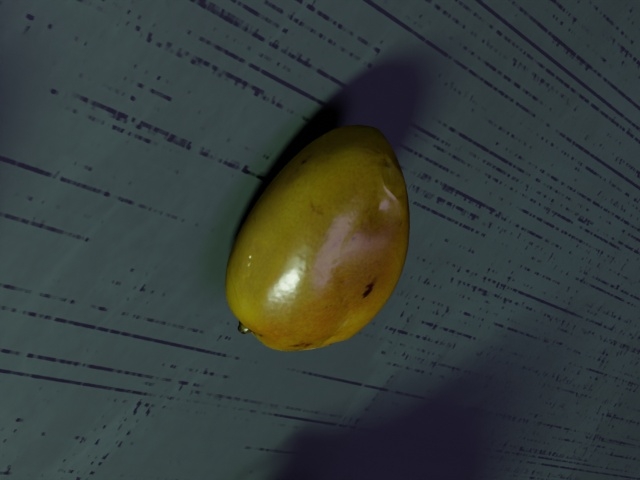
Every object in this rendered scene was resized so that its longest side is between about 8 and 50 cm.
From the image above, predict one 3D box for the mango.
[{"bbox_3d":[0.000,0.000,0.871,0.080,0.060,0.114,8,123,-46],"label":"mango"}]
